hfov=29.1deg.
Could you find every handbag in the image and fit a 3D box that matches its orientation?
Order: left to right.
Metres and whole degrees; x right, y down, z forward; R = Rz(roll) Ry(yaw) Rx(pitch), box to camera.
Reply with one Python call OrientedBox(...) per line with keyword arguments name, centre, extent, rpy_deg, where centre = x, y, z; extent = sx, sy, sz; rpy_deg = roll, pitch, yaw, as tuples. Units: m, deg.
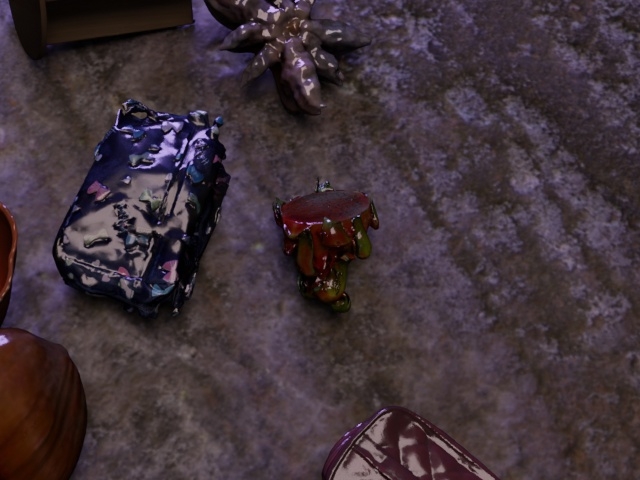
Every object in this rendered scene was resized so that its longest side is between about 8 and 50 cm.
OrientedBox(name="handbag", centre=(-0.202, -0.036, 1.460), extent=(0.162, 0.113, 0.260), rpy_deg=(15, 65, 5))
OrientedBox(name="handbag", centre=(0.108, 0.291, 1.345), extent=(0.225, 0.135, 0.146), rpy_deg=(42, 70, 9))

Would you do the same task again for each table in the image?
OrientedBox(name="table", centre=(-0.270, -0.329, 1.573), extent=(0.226, 0.167, 0.167), rpy_deg=(-13, 67, -24))

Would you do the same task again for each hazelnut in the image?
OrientedBox(name="hazelnut", centre=(-0.351, 0.193, 1.296), extent=(0.186, 0.210, 0.210), rpy_deg=(-17, 65, 17))

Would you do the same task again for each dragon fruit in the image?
OrientedBox(name="dragon fruit", centre=(0.000, 0.000, 1.482), extent=(0.138, 0.142, 0.175), rpy_deg=(-4, 82, 32))

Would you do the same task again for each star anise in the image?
OrientedBox(name="star anise", centre=(-0.041, -0.267, 1.597), extent=(0.229, 0.093, 0.236), rpy_deg=(-3, 76, -19))

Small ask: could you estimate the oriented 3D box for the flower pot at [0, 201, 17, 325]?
OrientedBox(name="flower pot", centre=(-0.419, 0.044, 1.352), extent=(0.190, 0.173, 0.191), rpy_deg=(3, 66, -8))
